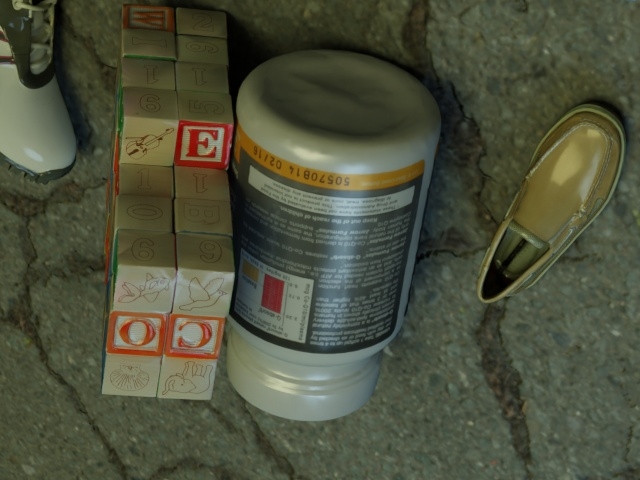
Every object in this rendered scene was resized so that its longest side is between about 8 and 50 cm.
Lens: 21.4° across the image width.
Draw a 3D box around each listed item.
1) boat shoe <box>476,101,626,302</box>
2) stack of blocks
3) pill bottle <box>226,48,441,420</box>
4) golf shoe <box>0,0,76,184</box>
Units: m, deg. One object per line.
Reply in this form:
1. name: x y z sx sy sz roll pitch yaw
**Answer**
1. boat shoe: 0.174 -0.020 1.300 0.068 0.072 0.190 33 130 13
2. stack of blocks: -0.121 -0.038 1.338 0.087 0.297 0.171 4 128 -9
3. pill bottle: 0.000 0.000 1.369 0.162 0.162 0.278 24 127 20
4. golf shoe: -0.277 -0.178 1.488 0.120 0.105 0.272 -18 107 32
